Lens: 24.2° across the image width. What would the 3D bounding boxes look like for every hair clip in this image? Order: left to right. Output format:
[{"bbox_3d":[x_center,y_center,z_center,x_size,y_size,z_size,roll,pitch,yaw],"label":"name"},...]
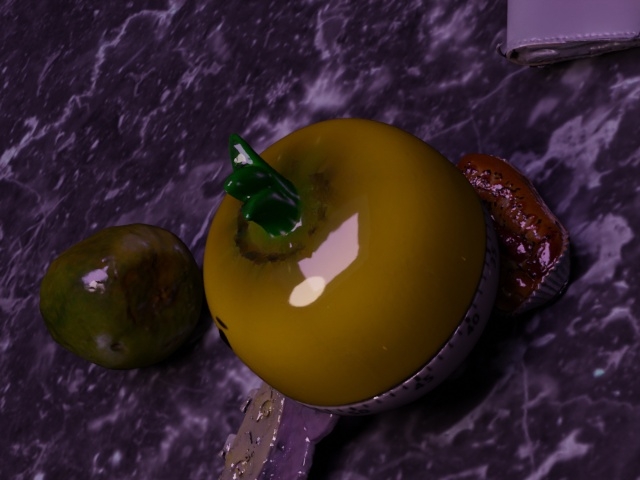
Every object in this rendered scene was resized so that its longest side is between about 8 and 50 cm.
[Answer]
[{"bbox_3d":[-0.037,0.192,1.451,0.187,0.056,0.146,-57,35,-1],"label":"hair clip"}]

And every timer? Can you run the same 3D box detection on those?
[{"bbox_3d":[0.000,0.000,1.308,0.285,0.285,0.285,-22,50,29],"label":"timer"}]

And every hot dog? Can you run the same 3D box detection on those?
[{"bbox_3d":[0.167,-0.010,1.407,0.108,0.059,0.191,-48,44,11],"label":"hot dog"}]

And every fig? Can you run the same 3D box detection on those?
[{"bbox_3d":[-0.228,0.074,1.628,0.233,0.167,0.167,-42,37,46],"label":"fig"}]

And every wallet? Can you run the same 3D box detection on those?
[{"bbox_3d":[0.267,-0.278,1.492,0.170,0.069,0.231,-3,63,20],"label":"wallet"}]

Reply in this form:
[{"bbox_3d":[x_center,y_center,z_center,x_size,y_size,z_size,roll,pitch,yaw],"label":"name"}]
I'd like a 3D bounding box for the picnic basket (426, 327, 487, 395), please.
[{"bbox_3d":[0.076,0.065,1.435,0.110,0.055,0.193,-48,42,3],"label":"picnic basket"}]
